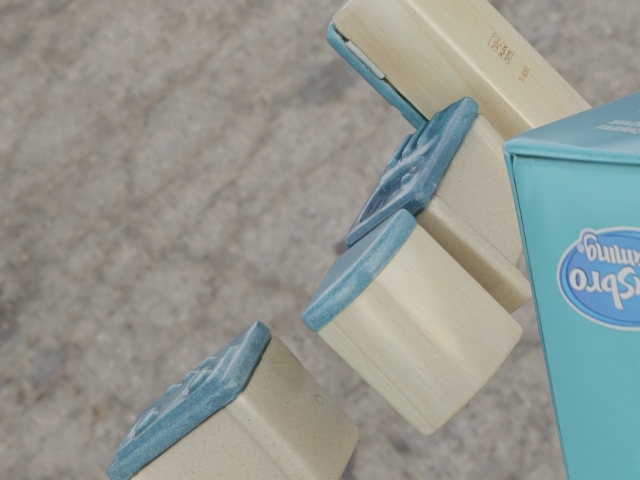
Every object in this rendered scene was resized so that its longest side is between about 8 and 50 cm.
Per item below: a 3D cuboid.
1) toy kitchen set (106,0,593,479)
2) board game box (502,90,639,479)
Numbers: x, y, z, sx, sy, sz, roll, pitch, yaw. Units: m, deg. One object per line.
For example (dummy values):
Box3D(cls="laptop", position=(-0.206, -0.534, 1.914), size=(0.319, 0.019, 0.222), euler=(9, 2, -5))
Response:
Box3D(cls="toy kitchen set", position=(0.000, 0.000, 0.731), size=(0.166, 0.122, 0.207), euler=(-39, 11, 35))
Box3D(cls="board game box", position=(0.167, 0.140, 0.292), size=(0.079, 0.336, 0.253), euler=(-21, 17, -31))
